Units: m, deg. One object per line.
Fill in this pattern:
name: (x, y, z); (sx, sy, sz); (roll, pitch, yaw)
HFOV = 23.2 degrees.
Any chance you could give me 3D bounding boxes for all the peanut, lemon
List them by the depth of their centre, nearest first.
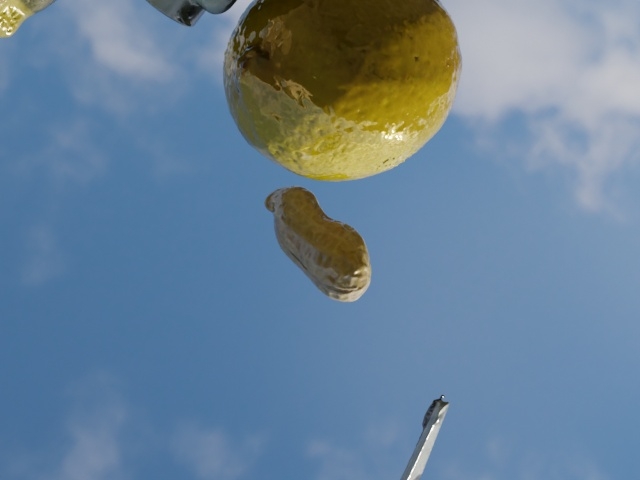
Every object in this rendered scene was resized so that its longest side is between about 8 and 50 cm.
lemon: (0.025, -0.178, 1.632); (0.263, 0.236, 0.236); (-18, -123, -16)
peanut: (0.000, 0.000, 1.772); (0.080, 0.080, 0.174); (-3, -137, -46)

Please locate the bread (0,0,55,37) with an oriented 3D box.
bread: (-0.322, -0.315, 1.710); (0.088, 0.233, 0.161); (53, 175, -32)

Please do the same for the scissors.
scissors: (0.052, 0.300, 1.498); (0.029, 0.360, 0.191); (34, -156, 35)

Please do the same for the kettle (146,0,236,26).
kettle: (-0.119, -0.297, 1.575); (0.098, 0.148, 0.127); (37, -159, -22)
